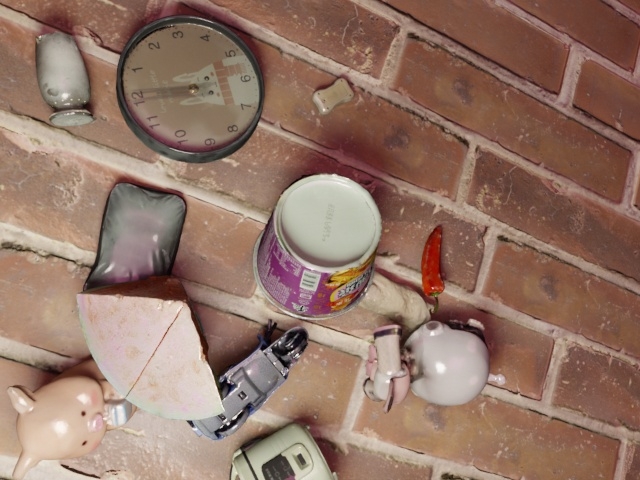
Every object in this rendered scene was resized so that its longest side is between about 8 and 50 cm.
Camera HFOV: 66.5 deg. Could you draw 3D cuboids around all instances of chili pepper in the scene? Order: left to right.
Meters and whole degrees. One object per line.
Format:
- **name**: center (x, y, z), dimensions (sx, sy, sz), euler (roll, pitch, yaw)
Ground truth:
- **chili pepper**: center (0.334, 0.082, 1.450), dimensions (0.071, 0.063, 0.272), euler (16, 66, -26)

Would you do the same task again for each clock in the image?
- **clock**: center (-0.331, -0.396, 1.276), dimensions (0.386, 0.076, 0.386), euler (2, 84, -18)

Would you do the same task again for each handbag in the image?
- **handbag**: center (-0.453, 0.025, 1.205), dimensions (0.191, 0.075, 0.332), euler (14, 78, -20)

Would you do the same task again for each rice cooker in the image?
- **rice cooker**: center (-0.099, 0.582, 1.191), dimensions (0.244, 0.226, 0.226), euler (-26, 93, -16)

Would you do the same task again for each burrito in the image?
- **burrito**: center (0.166, 0.150, 1.392), dimensions (0.392, 0.076, 0.117), euler (27, 72, -16)

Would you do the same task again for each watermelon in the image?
- **watermelon**: center (-0.332, 0.218, 1.100), dimensions (0.319, 0.222, 0.292), euler (-9, 98, 20)

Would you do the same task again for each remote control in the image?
- **remote control**: center (0.037, -0.420, 1.422), dimensions (0.122, 0.032, 0.074), euler (-33, 96, -17)

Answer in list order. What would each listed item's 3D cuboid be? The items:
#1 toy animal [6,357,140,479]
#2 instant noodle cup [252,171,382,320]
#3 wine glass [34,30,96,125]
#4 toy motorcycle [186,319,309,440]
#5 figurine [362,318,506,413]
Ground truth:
- **toy animal**: center (-0.517, 0.371, 1.063), dimensions (0.213, 0.256, 0.195), euler (0, 92, -2)
- **instant noodle cup**: center (0.000, 0.000, 1.202), dimensions (0.340, 0.266, 0.340), euler (3, 65, -6)
- **wine glass**: center (-0.612, -0.381, 1.165), dimensions (0.111, 0.111, 0.204), euler (-13, 92, -19)
- **toy motorcycle**: center (-0.180, 0.330, 1.198), dimensions (0.358, 0.212, 0.125), euler (-39, 103, -14)
- **figurine**: center (0.299, 0.358, 1.346), dimensions (0.361, 0.253, 0.211), euler (-4, 42, -21)
